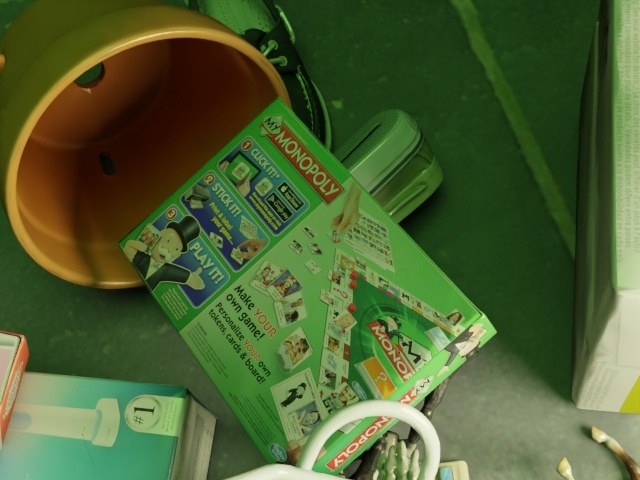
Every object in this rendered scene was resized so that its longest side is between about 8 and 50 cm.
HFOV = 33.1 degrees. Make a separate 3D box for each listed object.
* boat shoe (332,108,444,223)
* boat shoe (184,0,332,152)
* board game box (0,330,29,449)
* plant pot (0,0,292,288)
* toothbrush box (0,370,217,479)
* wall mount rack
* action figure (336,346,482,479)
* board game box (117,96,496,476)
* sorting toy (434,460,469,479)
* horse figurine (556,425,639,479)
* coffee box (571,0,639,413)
[{"bbox_3d":[0.000,0.000,1.074,0.302,0.109,0.094,-42,111,1],"label":"boat shoe"},{"bbox_3d":[-0.080,-0.202,1.177,0.114,0.091,0.303,-29,65,-4],"label":"boat shoe"},{"bbox_3d":[-0.434,0.164,0.899,0.316,0.064,0.242,14,68,-5],"label":"board game box"},{"bbox_3d":[-0.200,-0.126,1.079,0.291,0.291,0.203,-34,49,-6],"label":"plant pot"},{"bbox_3d":[-0.265,0.239,0.996,0.295,0.126,0.216,3,68,10],"label":"toothbrush box"},{"bbox_3d":[-0.040,0.284,0.820,0.304,0.130,0.350,16,110,-17],"label":"wall mount rack"},{"bbox_3d":[0.037,0.191,0.962,0.164,0.141,0.276,16,69,26],"label":"action figure"},{"bbox_3d":[-0.025,0.039,0.958,0.213,0.046,0.317,-41,55,1],"label":"board game box"},{"bbox_3d":[0.110,0.247,0.995,0.062,0.012,0.083,-7,65,5],"label":"sorting toy"},{"bbox_3d":[0.256,0.281,0.930,0.174,0.066,0.263,32,73,26],"label":"horse figurine"},{"bbox_3d":[0.395,-0.045,0.899,0.334,0.338,0.338,3,68,10],"label":"coffee box"}]
